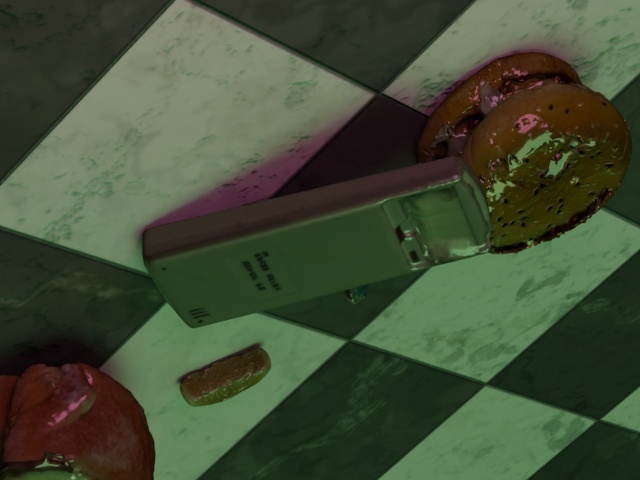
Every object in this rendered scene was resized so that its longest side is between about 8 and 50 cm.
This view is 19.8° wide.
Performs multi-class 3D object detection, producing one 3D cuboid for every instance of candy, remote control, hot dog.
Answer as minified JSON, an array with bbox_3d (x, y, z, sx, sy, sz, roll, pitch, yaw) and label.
[{"bbox_3d":[0.031,0.034,1.696,0.030,0.020,0.083,-21,148,-13],"label":"candy"},{"bbox_3d":[0.000,0.000,1.532,0.285,0.038,0.123,-16,144,12],"label":"remote control"},{"bbox_3d":[-0.088,0.132,1.727,0.090,0.030,0.034,-23,147,-10],"label":"hot dog"}]

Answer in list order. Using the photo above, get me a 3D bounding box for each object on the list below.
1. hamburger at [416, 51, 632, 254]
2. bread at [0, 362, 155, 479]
[{"bbox_3d":[0.171,-0.068,1.583,0.185,0.113,0.177,-11,144,-27],"label":"hamburger"},{"bbox_3d":[-0.239,0.209,1.612,0.190,0.123,0.244,6,141,-10],"label":"bread"}]
